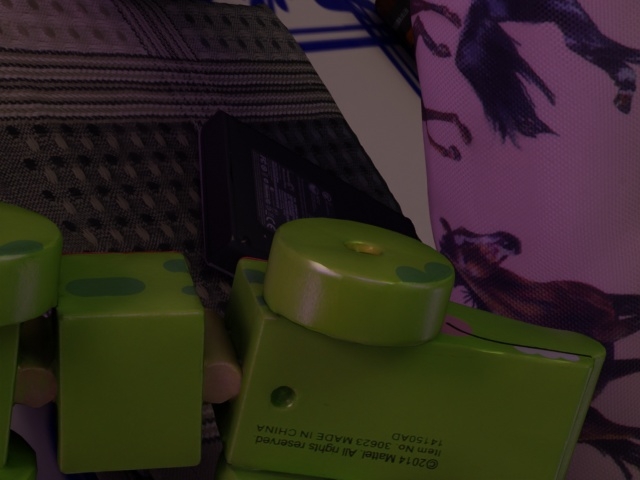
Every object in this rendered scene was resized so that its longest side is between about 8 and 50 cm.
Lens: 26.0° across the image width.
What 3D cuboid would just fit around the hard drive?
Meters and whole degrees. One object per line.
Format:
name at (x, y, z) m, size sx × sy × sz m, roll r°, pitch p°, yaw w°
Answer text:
hard drive at (0.000, 0.000, 0.690) m, size 0.135 × 0.022 × 0.094 m, roll 28°, pitch 36°, yaw -32°

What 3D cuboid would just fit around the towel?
towel at (-0.054, 0.000, 0.700) m, size 0.324 × 0.056 × 0.312 m, roll -7°, pitch 61°, yaw -56°

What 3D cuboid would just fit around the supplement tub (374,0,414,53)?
supplement tub at (0.140, -0.141, 1.038) m, size 0.198 × 0.106 × 0.106 m, roll 48°, pitch 30°, yaw 5°

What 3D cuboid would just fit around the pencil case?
pencil case at (0.128, -0.096, 0.637) m, size 0.183 × 0.160 × 0.410 m, roll -30°, pitch 121°, yaw -44°

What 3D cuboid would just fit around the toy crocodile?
toy crocodile at (-0.061, 0.042, 0.500) m, size 0.341 × 0.115 × 0.105 m, roll 5°, pitch 19°, yaw -13°
